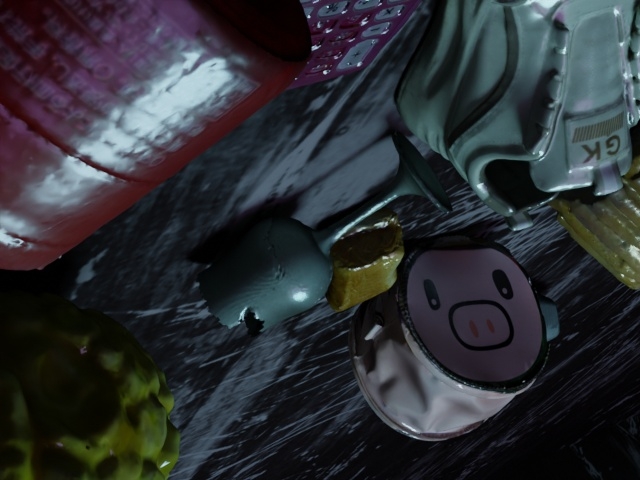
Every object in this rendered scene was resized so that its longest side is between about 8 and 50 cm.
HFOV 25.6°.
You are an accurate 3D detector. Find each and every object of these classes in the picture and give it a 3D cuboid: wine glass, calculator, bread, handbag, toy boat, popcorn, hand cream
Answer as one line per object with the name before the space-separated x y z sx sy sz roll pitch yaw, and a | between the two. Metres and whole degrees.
wine glass | 0.000 0.000 1.085 0.195 0.079 0.079 -35 161 14
calculator | 0.015 -0.142 0.796 0.127 0.034 0.190 -18 165 -34
bread | 0.363 -0.063 1.360 0.274 0.149 0.274 -30 169 -7
handbag | 0.130 0.095 1.391 0.205 0.179 0.116 -6 160 -39
toy boat | 0.225 0.097 1.707 0.085 0.078 0.260 -11 172 23
bread | 0.034 0.017 1.227 0.074 0.053 0.132 -23 162 -7
popcorn | -0.226 0.152 0.934 0.270 0.224 0.258 -34 170 -6
hand cream | -0.103 -0.099 0.477 0.125 0.193 0.193 -33 162 16

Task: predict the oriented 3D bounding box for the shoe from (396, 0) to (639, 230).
shoe | 0.156 -0.108 0.904 0.124 0.159 0.316 -20 163 -22
